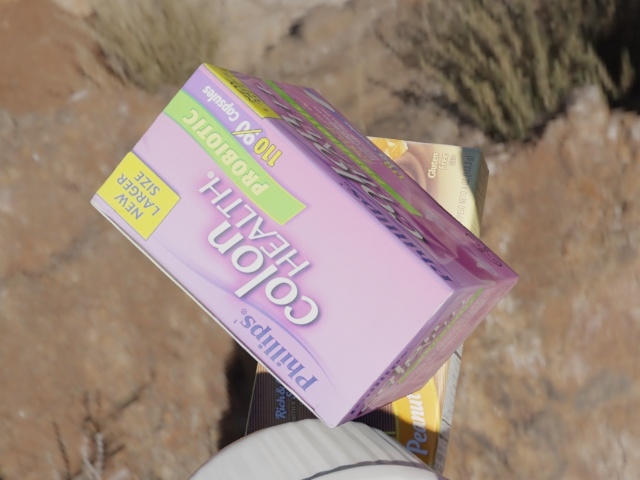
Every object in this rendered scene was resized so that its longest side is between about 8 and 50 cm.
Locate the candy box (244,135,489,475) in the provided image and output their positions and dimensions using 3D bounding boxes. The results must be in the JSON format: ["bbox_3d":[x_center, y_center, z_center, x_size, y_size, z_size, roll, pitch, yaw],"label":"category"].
[{"bbox_3d":[0.047,0.062,1.655,0.183,0.087,0.316,7,81,13],"label":"candy box"}]

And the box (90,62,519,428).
[{"bbox_3d":[0.000,0.000,1.160,0.213,0.243,0.117,43,102,12],"label":"box"}]

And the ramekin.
[{"bbox_3d":[-0.007,0.254,1.288,0.273,0.273,0.127,-31,38,-6],"label":"ramekin"}]
